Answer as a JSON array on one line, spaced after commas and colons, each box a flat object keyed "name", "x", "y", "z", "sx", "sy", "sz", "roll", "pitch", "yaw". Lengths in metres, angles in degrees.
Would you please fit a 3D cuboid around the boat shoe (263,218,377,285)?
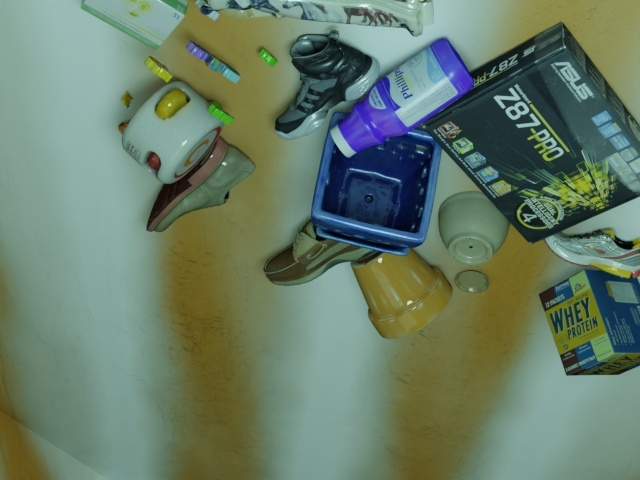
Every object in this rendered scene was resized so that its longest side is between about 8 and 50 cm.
[{"name": "boat shoe", "x": 0.000, "y": 0.000, "z": 2.317, "sx": 0.324, "sy": 0.123, "sz": 0.120, "roll": -23, "pitch": 123, "yaw": 25}]

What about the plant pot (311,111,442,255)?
[{"name": "plant pot", "x": 0.110, "y": -0.102, "z": 2.056, "sx": 0.236, "sy": 0.236, "sz": 0.212, "roll": 12, "pitch": 165, "yaw": 1}]

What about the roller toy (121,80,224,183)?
[{"name": "roller toy", "x": -0.309, "y": -0.227, "z": 2.059, "sx": 0.146, "sy": 0.209, "sz": 0.191, "roll": 41, "pitch": 105, "yaw": 2}]

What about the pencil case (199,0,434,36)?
[{"name": "pencil case", "x": -0.004, "y": -0.450, "z": 1.725, "sx": 0.410, "sy": 0.183, "sz": 0.160, "roll": 7, "pitch": 140, "yaw": 2}]

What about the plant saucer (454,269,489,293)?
[{"name": "plant saucer", "x": 0.363, "y": 0.095, "z": 2.388, "sx": 0.083, "sy": 0.015, "sz": 0.083, "roll": 8, "pitch": 140, "yaw": 7}]

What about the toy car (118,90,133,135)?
[{"name": "toy car", "x": -0.429, "y": -0.266, "z": 2.180, "sx": 0.060, "sy": 0.040, "sz": 0.122, "roll": 1, "pitch": 138, "yaw": 15}]

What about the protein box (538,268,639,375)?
[{"name": "protein box", "x": 0.626, "y": 0.185, "z": 2.220, "sx": 0.201, "sy": 0.200, "sz": 0.136, "roll": 6, "pitch": 150, "yaw": -39}]

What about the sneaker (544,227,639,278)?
[{"name": "sneaker", "x": 0.598, "y": 0.007, "z": 2.184, "sx": 0.225, "sy": 0.088, "sz": 0.093, "roll": 14, "pitch": 113, "yaw": 6}]

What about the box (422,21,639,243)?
[{"name": "box", "x": 0.440, "y": -0.194, "z": 1.957, "sx": 0.318, "sy": 0.097, "sz": 0.395, "roll": -27, "pitch": 124, "yaw": 30}]

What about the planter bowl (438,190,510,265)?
[{"name": "planter bowl", "x": 0.334, "y": -0.014, "z": 2.199, "sx": 0.162, "sy": 0.109, "sz": 0.162, "roll": 9, "pitch": 140, "yaw": 7}]

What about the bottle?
[{"name": "bottle", "x": 0.150, "y": -0.262, "z": 1.898, "sx": 0.283, "sy": 0.118, "sz": 0.092, "roll": -33, "pitch": 137, "yaw": 16}]

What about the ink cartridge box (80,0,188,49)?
[{"name": "ink cartridge box", "x": -0.323, "y": -0.481, "z": 1.880, "sx": 0.171, "sy": 0.056, "sz": 0.235, "roll": 27, "pitch": 140, "yaw": -25}]

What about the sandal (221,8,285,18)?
[{"name": "sandal", "x": -0.083, "y": -0.437, "z": 1.854, "sx": 0.240, "sy": 0.079, "sz": 0.088, "roll": -5, "pitch": 136, "yaw": 21}]

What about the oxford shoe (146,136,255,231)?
[{"name": "oxford shoe", "x": -0.280, "y": -0.099, "z": 2.271, "sx": 0.130, "sy": 0.123, "sz": 0.348, "roll": 28, "pitch": 139, "yaw": -25}]

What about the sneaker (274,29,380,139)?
[{"name": "sneaker", "x": -0.024, "y": -0.313, "z": 1.969, "sx": 0.268, "sy": 0.101, "sz": 0.153, "roll": -31, "pitch": 122, "yaw": 33}]

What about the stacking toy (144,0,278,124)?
[{"name": "stacking toy", "x": -0.208, "y": -0.347, "z": 1.947, "sx": 0.221, "sy": 0.052, "sz": 0.167, "roll": 33, "pitch": 104, "yaw": -38}]

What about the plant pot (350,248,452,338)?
[{"name": "plant pot", "x": 0.172, "y": 0.093, "z": 2.318, "sx": 0.205, "sy": 0.205, "sz": 0.188, "roll": -23, "pitch": 112, "yaw": 35}]
